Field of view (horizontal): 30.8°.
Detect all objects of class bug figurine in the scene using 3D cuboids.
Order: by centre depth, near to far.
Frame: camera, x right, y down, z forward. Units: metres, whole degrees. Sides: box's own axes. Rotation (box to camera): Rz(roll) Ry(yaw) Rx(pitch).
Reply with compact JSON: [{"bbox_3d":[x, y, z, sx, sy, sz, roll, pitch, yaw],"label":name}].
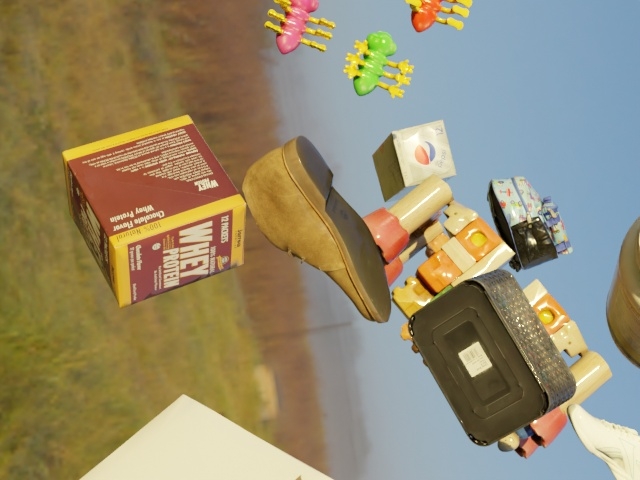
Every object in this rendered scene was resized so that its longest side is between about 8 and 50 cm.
[{"bbox_3d":[0.044,-0.313,1.503,0.216,0.279,0.072,-65,-163,-2],"label":"bug figurine"}]

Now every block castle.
[{"bbox_3d":[0.234,0.140,1.880,0.453,0.213,0.303,50,-8,12],"label":"block castle"}]

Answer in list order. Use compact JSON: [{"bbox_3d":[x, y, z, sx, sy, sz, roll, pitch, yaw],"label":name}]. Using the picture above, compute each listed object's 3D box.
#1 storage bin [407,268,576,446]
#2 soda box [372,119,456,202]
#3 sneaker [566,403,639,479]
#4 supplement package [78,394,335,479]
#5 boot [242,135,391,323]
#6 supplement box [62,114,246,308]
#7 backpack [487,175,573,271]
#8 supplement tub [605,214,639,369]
[{"bbox_3d":[0.203,0.138,1.383,0.084,0.122,0.180,-15,71,-55],"label":"storage bin"},{"bbox_3d":[0.157,-0.132,2.005,0.286,0.091,0.098,143,-67,-85],"label":"soda box"},{"bbox_3d":[0.366,0.250,1.448,0.152,0.061,0.053,45,15,-15],"label":"sneaker"},{"bbox_3d":[-0.076,0.301,0.893,0.175,0.177,0.293,22,-42,40],"label":"supplement package"},{"bbox_3d":[0.000,0.000,1.681,0.305,0.115,0.112,58,23,-15],"label":"boot"},{"bbox_3d":[-0.230,-0.043,1.609,0.194,0.191,0.129,55,-27,34],"label":"supplement box"},{"bbox_3d":[0.367,-0.040,2.069,0.158,0.117,0.173,3,65,-79],"label":"backpack"},{"bbox_3d":[0.553,0.065,1.725,0.316,0.228,0.228,73,6,-66],"label":"supplement tub"}]
